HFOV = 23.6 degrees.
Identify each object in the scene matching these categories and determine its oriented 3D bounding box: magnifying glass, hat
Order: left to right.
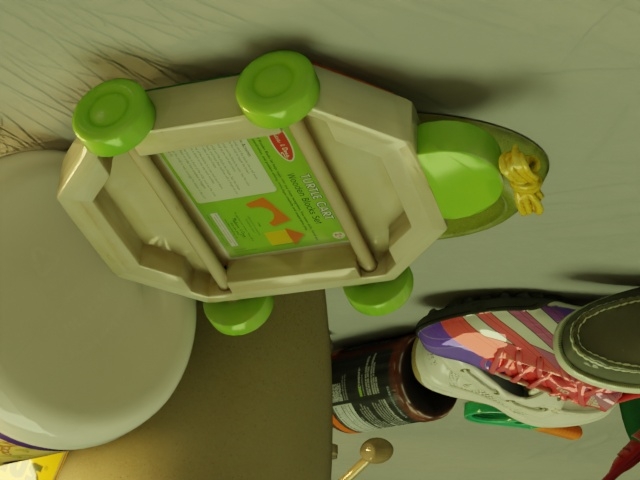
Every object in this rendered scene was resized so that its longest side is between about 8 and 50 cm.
[{"bbox_3d":[0.299,0.262,2.221,0.231,0.026,0.092,16,158,-41],"label":"magnifying glass"},{"bbox_3d":[0.430,0.256,1.915,0.209,0.183,0.173,1,163,4],"label":"hat"}]

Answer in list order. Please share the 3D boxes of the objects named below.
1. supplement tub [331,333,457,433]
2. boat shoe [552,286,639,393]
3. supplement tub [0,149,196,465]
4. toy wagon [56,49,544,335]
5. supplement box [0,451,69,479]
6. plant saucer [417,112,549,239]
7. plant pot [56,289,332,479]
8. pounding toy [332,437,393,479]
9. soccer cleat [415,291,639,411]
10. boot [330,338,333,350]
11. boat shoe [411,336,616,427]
[{"bbox_3d":[0.065,0.174,1.824,0.106,0.106,0.198,16,159,-38],"label":"supplement tub"},{"bbox_3d":[0.385,0.088,1.511,0.305,0.109,0.091,-2,163,-8],"label":"boat shoe"},{"bbox_3d":[-0.286,0.073,1.303,0.241,0.241,0.331,14,159,-35],"label":"supplement tub"},{"bbox_3d":[-0.009,-0.036,1.112,0.344,0.068,0.267,-9,145,15],"label":"toy wagon"},{"bbox_3d":[-0.228,0.190,1.656,0.194,0.195,0.356,19,174,31],"label":"supplement box"},{"bbox_3d":[0.063,-0.042,1.234,0.241,0.037,0.241,2,163,1],"label":"plant saucer"},{"bbox_3d":[-0.089,0.140,1.404,0.256,0.274,0.256,14,170,2],"label":"plant pot"},{"bbox_3d":[-0.045,0.302,2.166,0.270,0.154,0.154,-4,166,20],"label":"pounding toy"},{"bbox_3d":[0.259,0.123,1.612,0.318,0.116,0.108,2,163,0],"label":"soccer cleat"},{"bbox_3d":[-0.019,0.132,1.823,0.114,0.037,0.106,-18,157,37],"label":"boot"},{"bbox_3d":[0.243,0.154,1.750,0.277,0.098,0.096,12,161,-25],"label":"boat shoe"}]
